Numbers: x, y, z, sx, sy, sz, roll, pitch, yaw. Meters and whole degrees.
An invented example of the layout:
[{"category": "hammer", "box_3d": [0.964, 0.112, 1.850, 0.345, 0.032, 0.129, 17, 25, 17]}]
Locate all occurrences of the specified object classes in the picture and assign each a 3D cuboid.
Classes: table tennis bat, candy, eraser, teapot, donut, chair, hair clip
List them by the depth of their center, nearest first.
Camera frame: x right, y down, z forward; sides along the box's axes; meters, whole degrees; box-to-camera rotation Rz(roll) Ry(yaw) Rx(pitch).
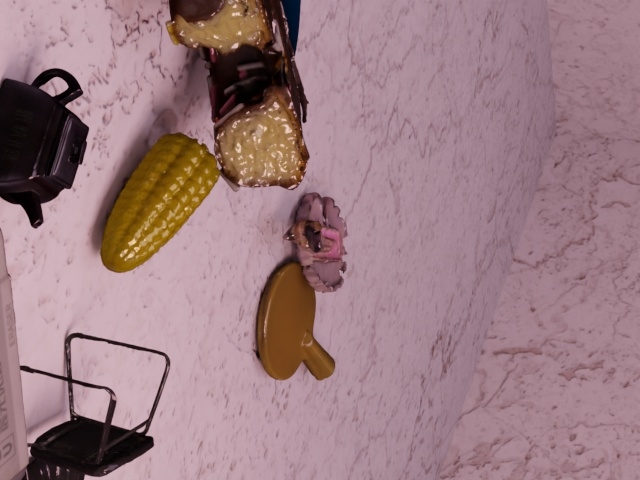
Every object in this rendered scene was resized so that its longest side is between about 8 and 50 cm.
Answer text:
[{"category": "eraser", "box_3d": [-0.364, 0.151, 1.394, 0.089, 0.061, 0.352, -45, 140, -57]}, {"category": "teapot", "box_3d": [-0.294, -0.100, 1.406, 0.087, 0.096, 0.177, 42, 61, -66]}, {"category": "chair", "box_3d": [-0.277, 0.241, 1.550, 0.140, 0.145, 0.221, -26, 125, -64]}, {"category": "candy", "box_3d": [-0.213, -0.040, 1.654, 0.199, 0.094, 0.106, -56, -174, -33]}, {"category": "donut", "box_3d": [-0.106, -0.255, 1.700, 0.259, 0.136, 0.345, -98, 175, -47]}, {"category": "hair clip", "box_3d": [-0.008, 0.000, 2.197, 0.300, 0.069, 0.173, 24, 65, -80]}, {"category": "table tennis bat", "box_3d": [-0.038, 0.162, 2.270, 0.321, 0.050, 0.198, 58, 43, -57]}]

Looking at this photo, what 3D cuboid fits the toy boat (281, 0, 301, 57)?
[{"category": "toy boat", "box_3d": [-0.069, -0.387, 1.904, 0.096, 0.062, 0.299, -50, 145, -54]}]
